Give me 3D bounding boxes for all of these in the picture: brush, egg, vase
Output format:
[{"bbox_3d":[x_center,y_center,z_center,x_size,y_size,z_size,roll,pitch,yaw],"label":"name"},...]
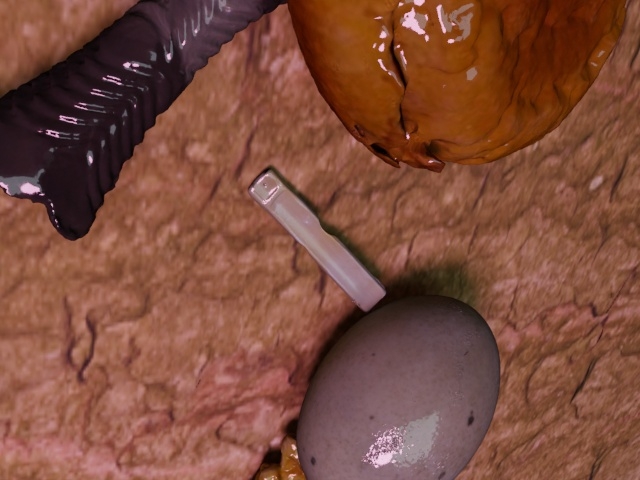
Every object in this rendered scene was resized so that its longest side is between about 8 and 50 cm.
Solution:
[{"bbox_3d":[0.000,0.000,0.565,0.033,0.030,0.178,-38,113,13],"label":"brush"},{"bbox_3d":[0.078,0.158,0.581,0.236,0.169,0.169,-46,124,-16],"label":"egg"},{"bbox_3d":[-0.126,-0.122,0.413,0.237,0.115,0.115,-47,123,-6],"label":"vase"}]

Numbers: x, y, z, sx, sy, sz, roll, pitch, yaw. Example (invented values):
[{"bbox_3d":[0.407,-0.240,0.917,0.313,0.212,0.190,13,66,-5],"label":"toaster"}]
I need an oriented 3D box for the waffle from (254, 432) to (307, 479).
[{"bbox_3d":[0.014,0.314,0.688,0.237,0.058,0.243,15,103,-30],"label":"waffle"}]

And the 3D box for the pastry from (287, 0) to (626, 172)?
[{"bbox_3d":[0.119,-0.220,0.410,0.356,0.163,0.356,-20,121,-36],"label":"pastry"}]
